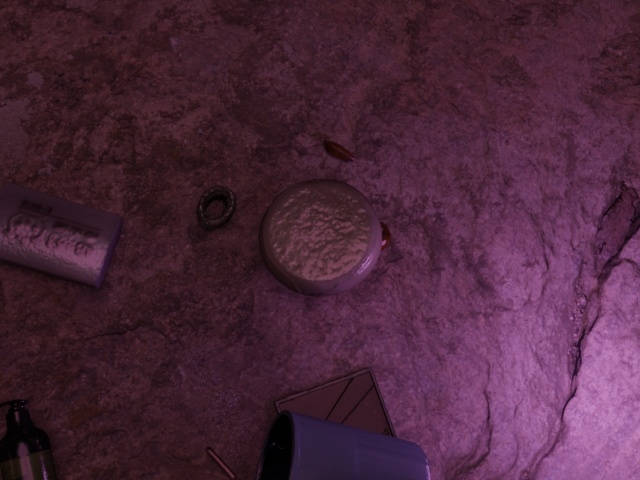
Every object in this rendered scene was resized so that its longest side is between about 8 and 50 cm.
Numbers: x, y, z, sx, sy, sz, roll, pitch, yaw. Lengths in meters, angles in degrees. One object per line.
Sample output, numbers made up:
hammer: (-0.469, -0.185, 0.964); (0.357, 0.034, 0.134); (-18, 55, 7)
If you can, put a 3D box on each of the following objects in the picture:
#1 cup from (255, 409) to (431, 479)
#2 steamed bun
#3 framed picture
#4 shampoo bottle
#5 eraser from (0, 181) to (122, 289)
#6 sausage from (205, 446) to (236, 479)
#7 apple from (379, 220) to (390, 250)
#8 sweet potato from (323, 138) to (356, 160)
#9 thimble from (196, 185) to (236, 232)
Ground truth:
cup: (0.056, 0.501, 1.518); (0.311, 0.331, 0.257); (16, 65, -15)
steamed bun: (0.000, 0.000, 1.731); (0.283, 0.177, 0.283); (0, 73, 0)
framed picture: (0.036, 0.416, 1.710); (0.250, 0.016, 0.184); (-18, 79, -16)
shampoo bottle: (-0.599, 0.464, 1.520); (0.101, 0.101, 0.284); (-13, 77, -15)
eraser: (-0.600, -0.010, 1.660); (0.270, 0.095, 0.174); (18, 69, -7)
sausage: (-0.219, 0.492, 1.636); (0.015, 0.015, 0.100); (-42, 87, -19)
apple: (0.129, -0.007, 1.821); (0.084, 0.071, 0.084); (6, 69, -17)
sweet potato: (0.046, -0.226, 1.884); (0.095, 0.034, 0.034); (29, 71, 1)
thimble: (-0.249, -0.074, 1.765); (0.084, 0.062, 0.110); (27, 71, -4)
